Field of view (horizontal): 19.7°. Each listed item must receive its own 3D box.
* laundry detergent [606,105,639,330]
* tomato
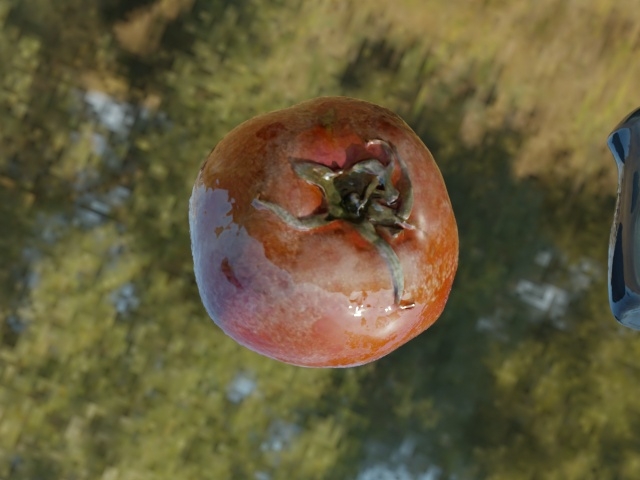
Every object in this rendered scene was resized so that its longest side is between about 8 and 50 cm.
[{"bbox_3d":[0.265,-0.033,1.401,0.096,0.206,0.061,9,154,-9],"label":"laundry detergent"},{"bbox_3d":[-0.004,0.001,1.513,0.232,0.232,0.188,22,153,-5],"label":"tomato"}]
